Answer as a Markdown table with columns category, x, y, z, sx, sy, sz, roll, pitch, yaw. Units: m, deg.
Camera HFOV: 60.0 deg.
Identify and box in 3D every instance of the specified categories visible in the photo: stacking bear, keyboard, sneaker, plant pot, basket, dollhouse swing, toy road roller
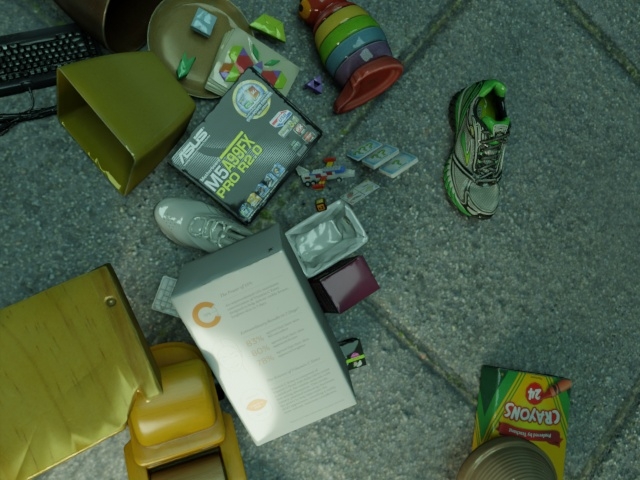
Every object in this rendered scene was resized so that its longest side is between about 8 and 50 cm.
| category | x | y | z | sx | sy | sz | roll | pitch | yaw |
| --- | --- | --- | --- | --- | --- | --- | --- | --- | --- |
| stacking bear | 0.050 | -0.469 | 1.265 | 0.164 | 0.175 | 0.289 | -27 | 83 | -25 |
| keyboard | -0.214 | 0.147 | 1.152 | 0.256 | 0.014 | 0.072 | 20 | 81 | -12 |
| sneaker | 0.379 | -0.219 | 1.322 | 0.134 | 0.146 | 0.343 | 0 | 84 | -15 |
| plant pot | -0.463 | -0.530 | 1.122 | 0.230 | 0.215 | 0.215 | 32 | 77 | 2 |
| plant pot | -0.261 | -0.429 | 1.222 | 0.236 | 0.032 | 0.236 | 0 | 91 | -23 |
| sneaker | -0.205 | -0.012 | 1.155 | 0.297 | 0.129 | 0.111 | 25 | 79 | -10 |
| basket | 0.000 | 0.000 | 1.219 | 0.167 | 0.103 | 0.113 | -32 | 92 | -17 |
| plant pot | -0.376 | -0.250 | 1.109 | 0.187 | 0.212 | 0.212 | -42 | 95 | -29 |
| plant pot | 0.415 | 0.551 | 1.178 | 0.238 | 0.110 | 0.237 | -1 | 96 | -11 |
| keyboard | -0.606 | -0.333 | 1.139 | 0.317 | 0.033 | 0.201 | -19 | 89 | -15 |
| dollhouse swing | -0.468 | 0.226 | 0.938 | 0.347 | 0.305 | 0.315 | -25 | 77 | -16 |
| toy road roller | -0.261 | 0.349 | 1.011 | 0.203 | 0.240 | 0.329 | -13 | 67 | -15 |

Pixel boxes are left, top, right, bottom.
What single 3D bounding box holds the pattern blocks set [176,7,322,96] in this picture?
| category | x | y | z | sx | sy | sz | roll | pitch | yaw |
| --- | --- | --- | --- | --- | --- | --- | --- | --- | --- |
| pattern blocks set | -0.149 | -0.366 | 1.232 | 0.325 | 0.026 | 0.285 | 12 | 86 | -20 |

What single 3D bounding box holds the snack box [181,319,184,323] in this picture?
| category | x | y | z | sx | sy | sz | roll | pitch | yaw |
| --- | --- | --- | --- | --- | --- | --- | --- | --- | --- |
| snack box | -0.219 | 0.132 | 1.180 | 0.100 | 0.037 | 0.141 | 29 | 78 | -11 |

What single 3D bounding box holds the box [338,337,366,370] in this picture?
| category | x | y | z | sx | sy | sz | roll | pitch | yaw |
| --- | --- | --- | --- | --- | --- | --- | --- | --- | --- |
| box | 0.050 | 0.257 | 1.229 | 0.083 | 0.052 | 0.062 | -15 | 88 | -15 |

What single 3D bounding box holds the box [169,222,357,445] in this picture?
| category | x | y | z | sx | sy | sz | roll | pitch | yaw |
| --- | --- | --- | --- | --- | --- | --- | --- | --- | --- |
| box | -0.101 | 0.177 | 1.063 | 0.215 | 0.168 | 0.345 | -24 | 109 | 2 |

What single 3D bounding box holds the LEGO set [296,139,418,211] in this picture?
| category | x | y | z | sx | sy | sz | roll | pitch | yaw |
| --- | --- | --- | --- | --- | --- | --- | --- | --- | --- |
| LEGO set | 0.064 | -0.157 | 1.220 | 0.244 | 0.182 | 0.060 | -34 | 127 | -15 |

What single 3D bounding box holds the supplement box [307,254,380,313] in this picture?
| category | x | y | z | sx | sy | sz | roll | pitch | yaw |
| --- | --- | --- | --- | --- | --- | --- | --- | --- | --- |
| supplement box | 0.036 | 0.095 | 1.173 | 0.104 | 0.188 | 0.080 | -30 | 92 | -16 |

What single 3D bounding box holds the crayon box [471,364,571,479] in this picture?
| category | x | y | z | sx | sy | sz | roll | pitch | yaw |
| --- | --- | --- | --- | --- | --- | --- | --- | --- | --- |
| crayon box | 0.467 | 0.467 | 1.298 | 0.202 | 0.081 | 0.318 | 11 | 81 | -14 |

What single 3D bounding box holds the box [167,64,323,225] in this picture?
| category | x | y | z | sx | sy | sz | roll | pitch | yaw |
| --- | --- | --- | --- | --- | --- | --- | --- | --- | --- |
| box | -0.159 | -0.200 | 1.192 | 0.216 | 0.060 | 0.270 | 41 | 82 | -17 |
